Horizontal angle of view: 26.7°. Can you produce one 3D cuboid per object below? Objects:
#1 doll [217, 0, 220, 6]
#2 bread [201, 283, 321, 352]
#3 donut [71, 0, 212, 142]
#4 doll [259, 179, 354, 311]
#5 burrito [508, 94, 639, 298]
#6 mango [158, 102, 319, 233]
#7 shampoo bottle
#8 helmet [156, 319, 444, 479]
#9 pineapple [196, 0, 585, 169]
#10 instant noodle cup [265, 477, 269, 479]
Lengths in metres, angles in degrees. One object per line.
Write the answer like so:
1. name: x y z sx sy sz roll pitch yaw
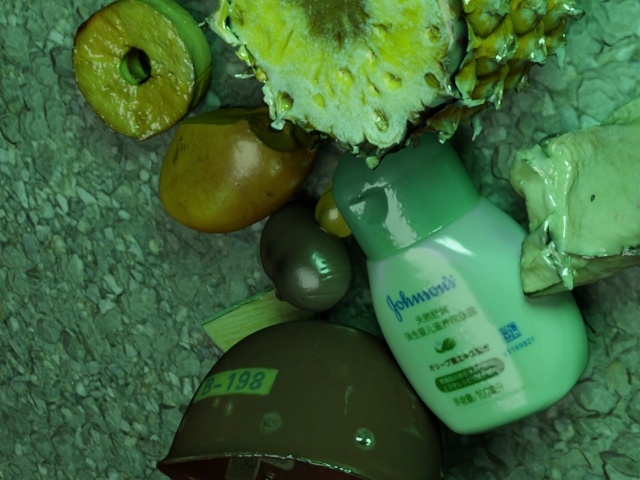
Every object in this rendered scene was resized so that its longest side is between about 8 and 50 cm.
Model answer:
1. doll: -0.080 -0.403 1.440 0.160 0.094 0.365 42 132 21
2. bread: -0.059 0.117 1.769 0.193 0.036 0.112 -28 101 40
3. donut: -0.213 -0.220 1.662 0.174 0.075 0.190 49 130 6
4. doll: 0.005 0.006 1.612 0.188 0.096 0.145 -28 72 34
5. burrito: 0.323 -0.063 1.309 0.348 0.107 0.175 -32 71 40
6. mango: -0.113 -0.088 1.627 0.252 0.126 0.153 -24 88 44
7. shampoo bottle: 0.140 0.030 1.486 0.222 0.151 0.349 -24 98 39
8. helmet: 0.006 0.211 1.624 0.338 0.230 0.385 29 152 -34
9. pineapple: 0.079 -0.263 1.257 0.352 0.300 0.352 18 126 27
10. instant noodle cup: -0.179 0.469 1.916 0.244 0.255 0.243 19 123 31
